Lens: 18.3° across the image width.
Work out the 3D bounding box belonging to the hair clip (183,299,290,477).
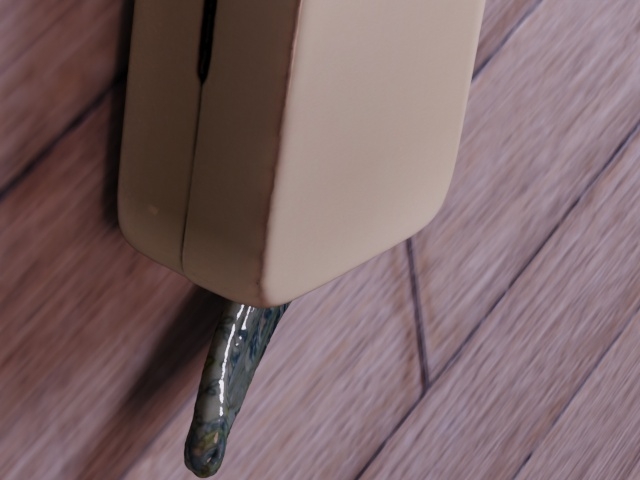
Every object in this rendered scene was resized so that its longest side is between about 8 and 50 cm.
[{"bbox_3d":[-0.002,-0.001,0.810,0.229,0.036,0.066,-57,155,-28],"label":"hair clip"}]

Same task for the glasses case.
[{"bbox_3d":[0.008,-0.137,0.671,0.131,0.070,0.313,-28,134,-49],"label":"glasses case"}]
